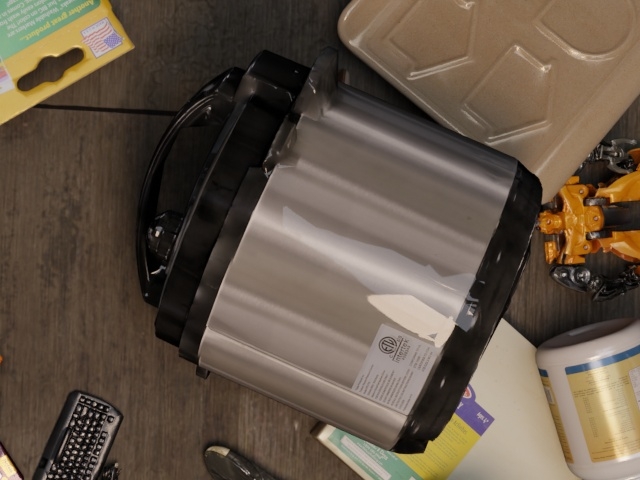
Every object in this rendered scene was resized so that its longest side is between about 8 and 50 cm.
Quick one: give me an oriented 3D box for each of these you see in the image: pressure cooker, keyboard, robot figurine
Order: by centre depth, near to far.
[{"bbox_3d":[-0.001,0.002,1.631,0.420,0.375,0.370,23,80,2],"label":"pressure cooker"},{"bbox_3d":[-0.290,0.285,1.748,0.100,0.038,0.192,22,86,-11],"label":"keyboard"},{"bbox_3d":[0.408,-0.031,1.880,0.291,0.085,0.211,-4,90,-13],"label":"robot figurine"}]

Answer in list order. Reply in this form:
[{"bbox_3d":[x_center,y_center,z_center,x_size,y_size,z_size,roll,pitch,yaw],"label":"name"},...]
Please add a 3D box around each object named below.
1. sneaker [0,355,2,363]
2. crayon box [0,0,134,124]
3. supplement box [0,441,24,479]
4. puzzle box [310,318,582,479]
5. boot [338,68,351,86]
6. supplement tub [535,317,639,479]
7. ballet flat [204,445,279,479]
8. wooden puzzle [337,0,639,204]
[{"bbox_3d":[-0.415,0.185,1.672,0.108,0.100,0.271,-3,75,-21],"label":"sneaker"},{"bbox_3d":[-0.389,-0.312,1.710,0.203,0.083,0.323,-32,95,-11],"label":"crayon box"},{"bbox_3d":[-0.400,0.284,1.720,0.083,0.043,0.055,-33,95,-11],"label":"supplement box"},{"bbox_3d":[0.223,0.271,1.852,0.409,0.052,0.272,42,82,-9],"label":"puzzle box"},{"bbox_3d":[0.047,-0.147,1.829,0.087,0.042,0.118,18,87,-18],"label":"boot"},{"bbox_3d":[0.357,0.208,1.783,0.144,0.144,0.200,-18,93,-12],"label":"supplement tub"},{"bbox_3d":[-0.070,0.304,1.798,0.173,0.057,0.049,35,42,-11],"label":"ballet flat"},{"bbox_3d":[0.242,-0.264,1.833,0.348,0.080,0.322,41,80,0],"label":"wooden puzzle"}]
